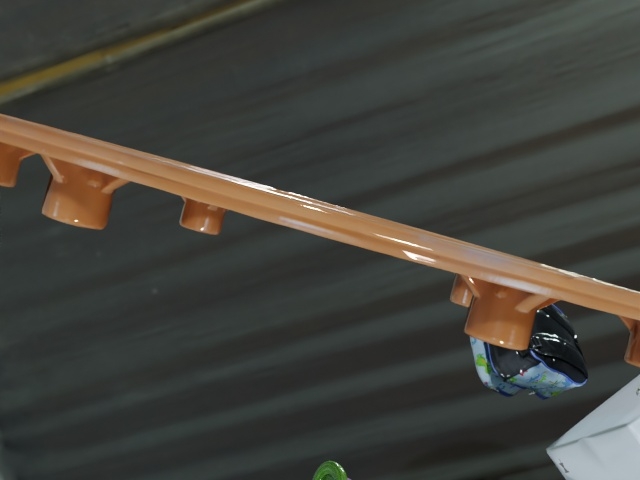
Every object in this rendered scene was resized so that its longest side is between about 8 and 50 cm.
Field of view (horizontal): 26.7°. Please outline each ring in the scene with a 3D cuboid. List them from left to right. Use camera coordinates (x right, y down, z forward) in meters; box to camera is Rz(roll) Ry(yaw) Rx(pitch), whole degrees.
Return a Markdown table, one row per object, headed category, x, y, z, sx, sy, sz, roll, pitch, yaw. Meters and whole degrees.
| category | x | y | z | sx | sy | sz | roll | pitch | yaw |
| --- | --- | --- | --- | --- | --- | --- | --- | --- | --- |
| ring | 0.000 | 0.000 | 0.541 | 0.336 | 0.337 | 0.032 | 10 | 95 | -70 |

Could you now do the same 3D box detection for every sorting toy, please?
| category | x | y | z | sx | sy | sz | roll | pitch | yaw |
| --- | --- | --- | --- | --- | --- | --- | --- | --- | --- |
| sorting toy | 0.022 | 0.257 | 1.248 | 0.042 | 0.061 | 0.102 | 17 | 45 | -32 |

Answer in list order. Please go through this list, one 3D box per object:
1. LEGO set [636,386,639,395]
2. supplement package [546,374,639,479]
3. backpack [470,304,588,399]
| category | x | y | z | sx | sy | sz | roll | pitch | yaw |
| --- | --- | --- | --- | --- | --- | --- | --- | --- | --- |
| LEGO set | 0.246 | 0.099 | 0.896 | 0.023 | 0.083 | 0.054 | -17 | 77 | -54 |
| supplement package | 0.375 | 0.170 | 1.139 | 0.198 | 0.263 | 0.199 | 54 | -16 | 6 |
| backpack | 0.201 | 0.102 | 1.314 | 0.114 | 0.084 | 0.105 | 30 | 41 | -42 |
